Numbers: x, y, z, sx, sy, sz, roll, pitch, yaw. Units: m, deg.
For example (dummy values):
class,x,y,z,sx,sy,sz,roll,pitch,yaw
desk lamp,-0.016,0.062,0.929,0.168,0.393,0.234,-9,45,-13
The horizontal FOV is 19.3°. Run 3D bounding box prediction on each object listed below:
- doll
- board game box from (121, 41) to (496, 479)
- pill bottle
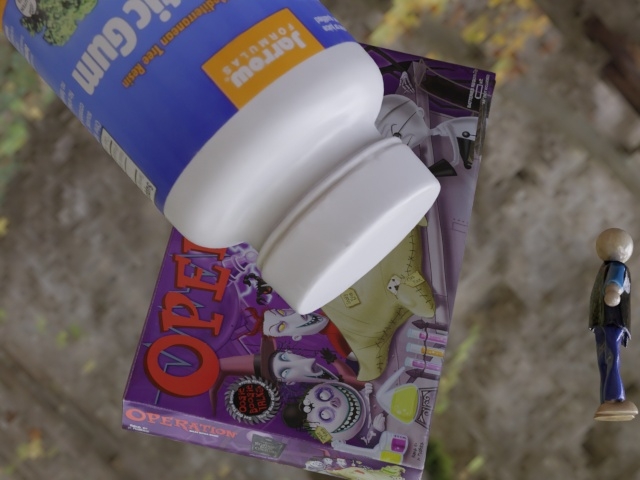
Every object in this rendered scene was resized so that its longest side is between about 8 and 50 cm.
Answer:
class,x,y,z,sx,sy,sz,roll,pitch,yaw
doll,0.286,0.080,1.850,0.129,0.046,0.189,78,13,-77
board game box,0.000,0.000,1.344,0.056,0.208,0.347,94,7,-56
pill bottle,-0.060,-0.093,1.097,0.152,0.272,0.152,-41,169,-10
